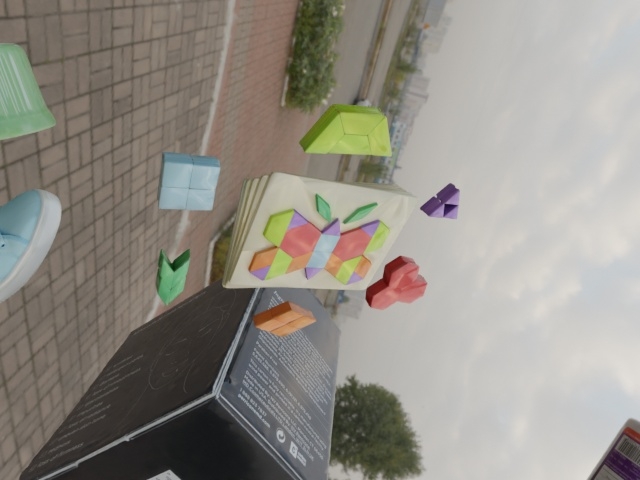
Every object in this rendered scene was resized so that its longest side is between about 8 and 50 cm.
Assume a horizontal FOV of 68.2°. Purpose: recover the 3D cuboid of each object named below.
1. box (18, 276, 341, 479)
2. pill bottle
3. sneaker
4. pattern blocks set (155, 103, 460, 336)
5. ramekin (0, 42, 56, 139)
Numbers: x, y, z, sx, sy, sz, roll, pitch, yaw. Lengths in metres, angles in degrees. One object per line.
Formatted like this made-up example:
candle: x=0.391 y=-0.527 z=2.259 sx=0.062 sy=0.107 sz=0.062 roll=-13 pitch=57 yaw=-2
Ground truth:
box: x=-0.238 y=0.324 z=0.973 sx=0.480 sy=0.297 sz=0.472 roll=-30 pitch=-160 yaw=18
pill bottle: x=0.413 y=0.347 z=0.628 sx=0.193 sy=0.108 sz=0.108 roll=-57 pitch=176 yaw=2
sneaker: x=-0.583 y=0.042 z=0.742 sx=0.366 sy=0.135 sz=0.150 roll=-46 pitch=152 yaw=-5
pattern blocks set: x=0.000 y=0.000 z=0.482 sx=0.026 sy=0.324 sz=0.285 roll=-118 pitch=-151 yaw=-44
ramekin: x=-0.646 y=-0.252 z=0.819 sx=0.303 sy=0.303 sz=0.148 roll=-64 pitch=151 yaw=-65
